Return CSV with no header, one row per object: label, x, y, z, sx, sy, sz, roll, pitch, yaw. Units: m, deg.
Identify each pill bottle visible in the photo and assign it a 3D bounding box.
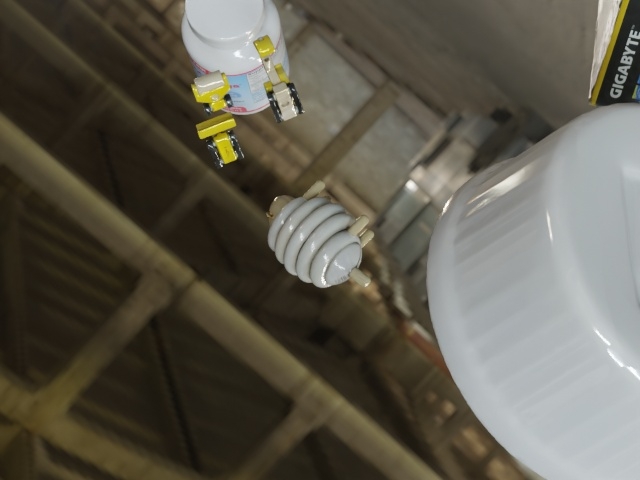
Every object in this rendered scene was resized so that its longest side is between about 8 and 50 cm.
pill bottle,-0.076,-0.177,1.254,0.087,0.087,0.160,44,172,13

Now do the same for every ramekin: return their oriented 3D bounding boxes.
ramekin,0.227,0.036,1.018,0.277,0.277,0.135,42,142,-5

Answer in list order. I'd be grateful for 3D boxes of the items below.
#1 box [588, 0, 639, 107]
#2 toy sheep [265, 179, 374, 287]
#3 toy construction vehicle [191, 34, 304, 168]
box,0.355,-0.324,1.437,0.079,0.322,0.257,13,-142,3
toy sheep,0.000,0.000,1.363,0.132,0.091,0.091,38,-178,28
toy construction vehicle,-0.063,-0.112,1.123,0.098,0.086,0.035,67,179,-52
